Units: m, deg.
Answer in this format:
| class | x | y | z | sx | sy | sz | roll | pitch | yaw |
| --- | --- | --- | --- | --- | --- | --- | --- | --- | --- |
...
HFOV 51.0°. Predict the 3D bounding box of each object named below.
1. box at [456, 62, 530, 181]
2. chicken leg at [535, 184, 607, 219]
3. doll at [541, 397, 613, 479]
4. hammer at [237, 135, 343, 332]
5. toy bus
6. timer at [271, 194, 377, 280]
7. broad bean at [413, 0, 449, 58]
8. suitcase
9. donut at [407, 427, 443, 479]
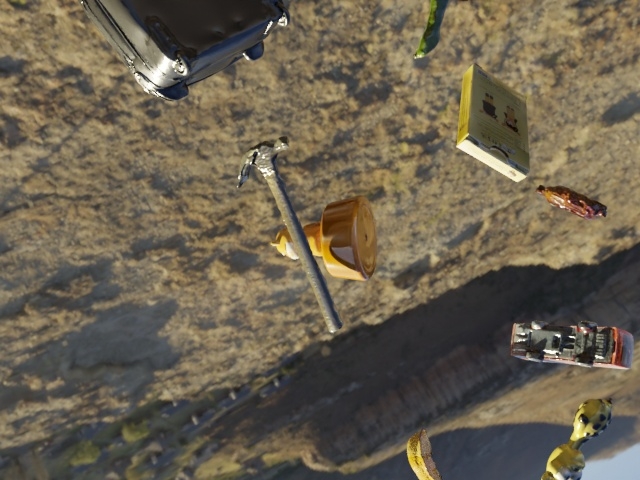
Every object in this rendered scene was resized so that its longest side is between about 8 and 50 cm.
| class | x | y | z | sx | sy | sz | roll | pitch | yaw |
| --- | --- | --- | --- | --- | --- | --- | --- | --- | --- |
| box | 0.174 | -0.120 | 0.671 | 0.020 | 0.073 | 0.149 | -51 | -166 | 41 |
| chicken leg | 0.579 | -0.094 | 1.577 | 0.089 | 0.219 | 0.048 | 29 | 92 | -40 |
| doll | 0.658 | 0.524 | 1.721 | 0.117 | 0.086 | 0.291 | 15 | 107 | -33 |
| hammer | -0.031 | -0.002 | 0.970 | 0.125 | 0.297 | 0.027 | -16 | -167 | 45 |
| toy bus | 0.381 | 0.159 | 1.024 | 0.077 | 0.065 | 0.192 | 17 | 167 | -31 |
| timer | 0.000 | 0.000 | 1.047 | 0.152 | 0.132 | 0.132 | -4 | 166 | 19 |
| broad bean | 0.284 | -0.569 | 1.645 | 0.052 | 0.053 | 0.256 | 3 | 104 | -58 |
| suitcase | -0.286 | -0.498 | 1.386 | 0.345 | 0.339 | 0.188 | -38 | -174 | -33 |
| donut | 0.176 | 0.372 | 1.137 | 0.038 | 0.083 | 0.067 | -27 | -166 | 27 |
